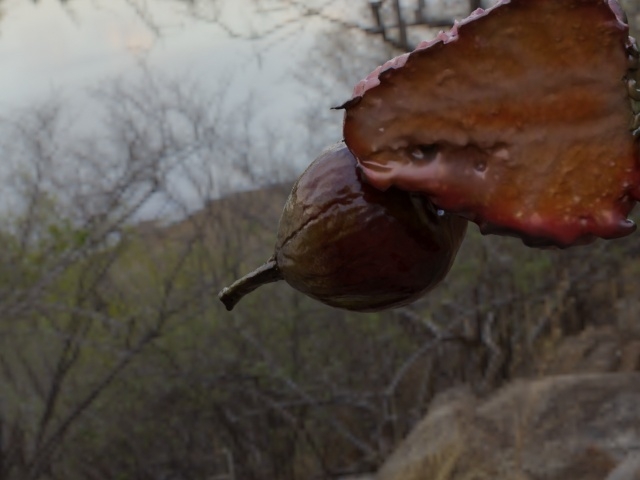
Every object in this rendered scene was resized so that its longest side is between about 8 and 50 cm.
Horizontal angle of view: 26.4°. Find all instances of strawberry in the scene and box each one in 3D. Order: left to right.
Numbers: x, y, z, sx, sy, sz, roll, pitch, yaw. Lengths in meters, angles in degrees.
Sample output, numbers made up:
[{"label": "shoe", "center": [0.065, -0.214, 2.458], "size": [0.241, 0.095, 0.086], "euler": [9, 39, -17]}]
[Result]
[{"label": "strawberry", "center": [0.187, -0.109, 1.287], "size": [0.280, 0.253, 0.150], "euler": [-26, 18, 22]}]

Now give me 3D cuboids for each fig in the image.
[{"label": "fig", "center": [0.025, 0.022, 1.415], "size": [0.190, 0.290, 0.191], "euler": [28, 30, -18]}]
